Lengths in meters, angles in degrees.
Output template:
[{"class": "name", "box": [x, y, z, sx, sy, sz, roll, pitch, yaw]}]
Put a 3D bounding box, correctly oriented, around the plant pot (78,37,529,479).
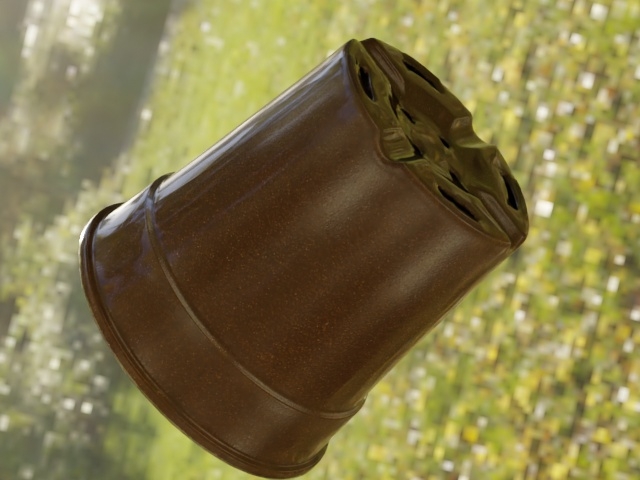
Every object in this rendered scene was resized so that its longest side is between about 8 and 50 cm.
[{"class": "plant pot", "box": [0.000, 0.000, 0.916, 0.165, 0.167, 0.167, -41, 27, 22]}]
